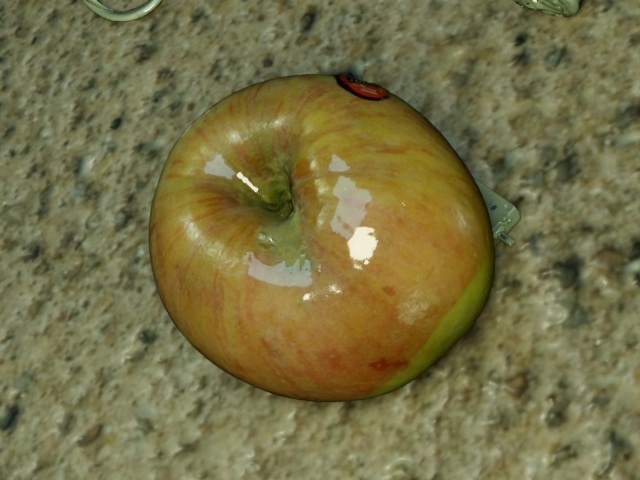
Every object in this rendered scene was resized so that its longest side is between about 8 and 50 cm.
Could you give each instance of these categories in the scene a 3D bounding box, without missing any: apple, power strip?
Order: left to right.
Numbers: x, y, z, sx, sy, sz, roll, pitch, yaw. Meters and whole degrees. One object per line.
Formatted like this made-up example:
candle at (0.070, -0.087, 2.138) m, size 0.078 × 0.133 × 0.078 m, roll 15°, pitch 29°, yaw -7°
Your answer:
apple at (0.000, 0.000, 1.399) m, size 0.261 × 0.194 × 0.260 m, roll -16°, pitch 57°, yaw 26°
power strip at (0.106, -0.029, 1.481) m, size 0.051 × 0.019 × 0.136 m, roll -46°, pitch 50°, yaw -8°

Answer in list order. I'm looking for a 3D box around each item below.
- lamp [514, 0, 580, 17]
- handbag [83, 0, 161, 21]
lamp at (0.219, -0.275, 1.544) m, size 0.106 × 0.106 × 0.193 m, roll 17°, pitch 78°, yaw 35°
handbag at (-0.211, -0.346, 1.808) m, size 0.241 × 0.109 × 0.315 m, roll -21°, pitch 55°, yaw 14°
